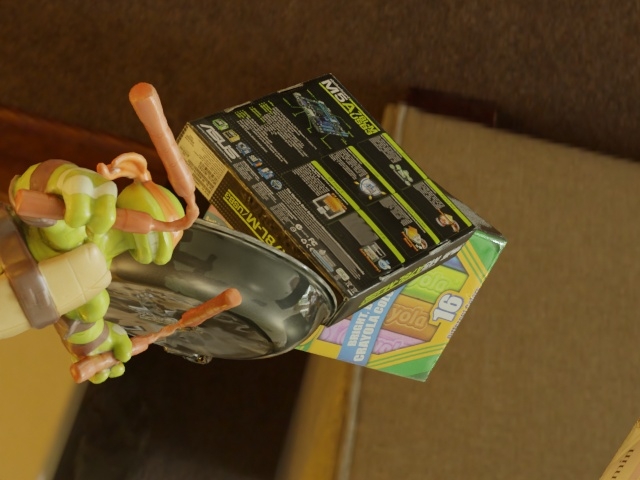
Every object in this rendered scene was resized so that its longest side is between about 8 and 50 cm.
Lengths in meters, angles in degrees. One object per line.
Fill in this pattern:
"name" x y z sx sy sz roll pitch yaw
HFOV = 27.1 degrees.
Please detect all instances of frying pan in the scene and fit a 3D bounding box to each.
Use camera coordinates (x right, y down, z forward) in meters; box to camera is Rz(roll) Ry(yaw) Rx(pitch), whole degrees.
"frying pan" -0.115 0.044 0.902 0.197 0.053 0.326 22 157 -19

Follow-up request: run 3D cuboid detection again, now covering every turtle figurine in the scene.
"turtle figurine" -0.149 0.016 0.623 0.217 0.087 0.269 -27 163 -15

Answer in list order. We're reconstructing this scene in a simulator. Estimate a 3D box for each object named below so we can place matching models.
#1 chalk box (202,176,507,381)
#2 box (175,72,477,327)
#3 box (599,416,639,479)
"chalk box" 0.000 0.000 1.308 0.289 0.180 0.179 18 107 -38
"box" 0.006 -0.039 1.056 0.190 0.184 0.045 47 128 14
"box" 0.231 0.140 0.843 0.067 0.324 0.063 38 167 -2
